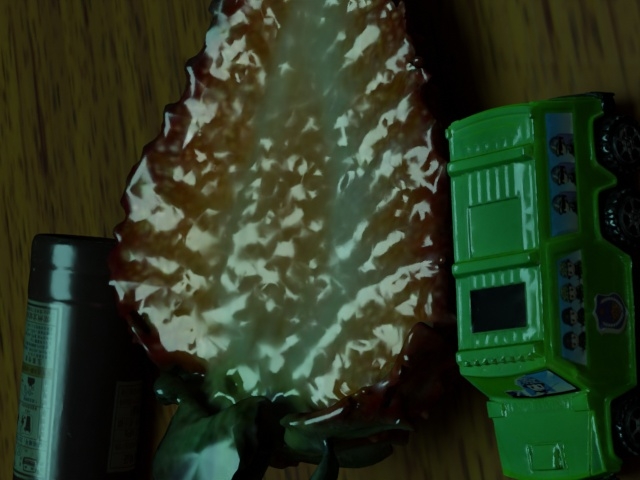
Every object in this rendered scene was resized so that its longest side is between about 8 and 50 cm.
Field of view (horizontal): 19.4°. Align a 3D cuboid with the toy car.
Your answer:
[{"bbox_3d":[0.093,0.020,0.771,0.071,0.062,0.165,-11,78,52],"label":"toy car"}]

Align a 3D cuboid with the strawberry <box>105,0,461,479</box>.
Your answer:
[{"bbox_3d":[0.000,0.000,0.872,0.188,0.106,0.286,3,75,31],"label":"strawberry"}]

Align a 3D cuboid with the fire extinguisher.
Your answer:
[{"bbox_3d":[-0.140,0.111,1.082,0.099,0.071,0.231,-147,62,-80],"label":"fire extinguisher"}]
